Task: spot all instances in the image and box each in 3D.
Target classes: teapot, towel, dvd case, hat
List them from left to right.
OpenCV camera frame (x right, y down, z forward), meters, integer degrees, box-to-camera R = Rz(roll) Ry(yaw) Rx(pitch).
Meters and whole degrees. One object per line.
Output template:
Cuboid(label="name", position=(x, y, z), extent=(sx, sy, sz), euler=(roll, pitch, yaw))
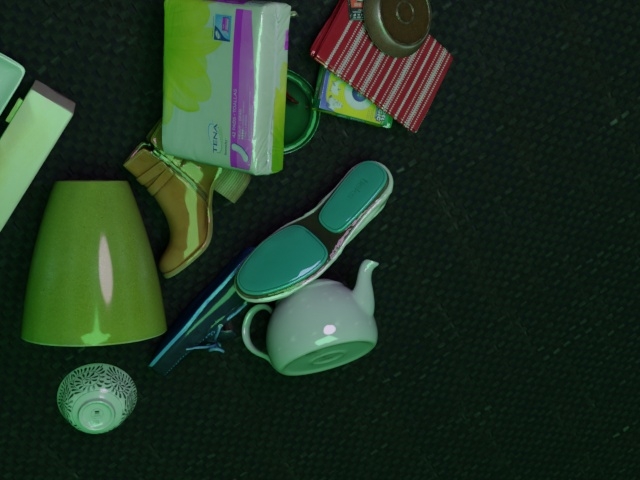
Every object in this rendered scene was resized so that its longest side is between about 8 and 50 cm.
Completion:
Cuboid(label="hat", position=(-0.077, -0.239, 1.584), extent=(0.208, 0.183, 0.173), euler=(34, 98, -23))
Cuboid(label="teapot", position=(-0.013, 0.166, 1.748), extent=(0.256, 0.187, 0.252), euler=(-9, 157, -23))
Cuboid(label="dvd case", position=(0.090, -0.485, 1.593), extent=(0.087, 0.013, 0.119), euler=(-9, 97, -27))
Cuboid(label="towel", position=(0.125, -0.366, 1.637), extent=(0.275, 0.031, 0.199), euler=(33, 76, -23))

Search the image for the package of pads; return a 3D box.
Cuboid(label="package of pads", position=(-0.174, -0.277, 1.463), extent=(0.101, 0.229, 0.296), euler=(-23, 122, -54))

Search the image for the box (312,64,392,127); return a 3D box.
Cuboid(label="box", position=(0.078, -0.292, 1.659), extent=(0.179, 0.043, 0.105), euler=(10, 90, -26))

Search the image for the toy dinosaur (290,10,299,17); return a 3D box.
Cuboid(label="toy dinosaur", position=(-0.181, -0.395, 1.570), extent=(0.268, 0.064, 0.118), euler=(-37, 121, 0))

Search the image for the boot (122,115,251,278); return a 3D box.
Cuboid(label="boot", position=(-0.297, -0.084, 1.632), extent=(0.220, 0.109, 0.283), euler=(34, 98, -24))

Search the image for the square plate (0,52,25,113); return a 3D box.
Cuboid(label="square plate", position=(-0.768, -0.256, 1.484), extent=(0.344, 0.049, 0.347), euler=(30, 102, -23))

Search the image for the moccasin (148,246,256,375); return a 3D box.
Cuboid(label="moccasin", position=(-0.216, 0.169, 1.735), extent=(0.117, 0.138, 0.342), euler=(43, 97, -16))

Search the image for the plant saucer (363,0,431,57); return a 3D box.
Cuboid(label="plant saucer", position=(0.158, -0.442, 1.609), extent=(0.168, 0.029, 0.168), euler=(-4, 97, -34))

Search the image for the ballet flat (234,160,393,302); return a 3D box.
Cuboid(label="ballet flat", position=(0.000, 0.000, 1.705), extent=(0.400, 0.139, 0.139), euler=(-43, 115, -8))

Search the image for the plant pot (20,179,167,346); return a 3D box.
Cuboid(label="plant pot", position=(-0.435, 0.031, 1.586), extent=(0.275, 0.275, 0.293), euler=(-1, 94, -13))

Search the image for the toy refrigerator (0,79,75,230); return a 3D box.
Cuboid(label="toy refrigerator", position=(-0.569, -0.160, 1.542), extent=(0.094, 0.102, 0.269), euler=(32, 101, -22))

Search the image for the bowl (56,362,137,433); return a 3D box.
Cuboid(label="bowl", position=(-0.482, 0.357, 1.779), extent=(0.170, 0.080, 0.170), euler=(-4, 111, -11))
